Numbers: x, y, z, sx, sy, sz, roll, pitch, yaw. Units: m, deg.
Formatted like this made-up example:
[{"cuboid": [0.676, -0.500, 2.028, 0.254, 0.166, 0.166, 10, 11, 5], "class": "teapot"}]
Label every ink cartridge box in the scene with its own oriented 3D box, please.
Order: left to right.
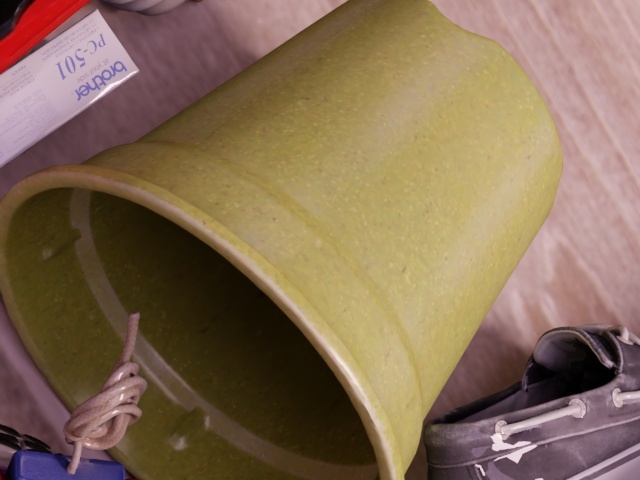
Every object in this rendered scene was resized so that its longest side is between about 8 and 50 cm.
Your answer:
[{"cuboid": [-0.206, -0.049, 1.059, 0.207, 0.097, 0.046, -37, 99, -22], "class": "ink cartridge box"}]

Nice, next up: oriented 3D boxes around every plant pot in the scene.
[{"cuboid": [0.000, 0.000, 1.073, 0.276, 0.276, 0.254, 51, 57, -10], "class": "plant pot"}]

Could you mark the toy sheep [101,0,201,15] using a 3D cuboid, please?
[{"cuboid": [-0.109, -0.179, 1.124, 0.132, 0.091, 0.091, 29, 72, -44], "class": "toy sheep"}]

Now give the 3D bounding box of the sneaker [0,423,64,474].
[{"cuboid": [-0.204, 0.137, 1.068, 0.170, 0.068, 0.071, 18, 92, -12], "class": "sneaker"}]

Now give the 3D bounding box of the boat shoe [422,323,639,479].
[{"cuboid": [0.172, 0.098, 1.169, 0.301, 0.108, 0.102, -21, 98, -40], "class": "boat shoe"}]

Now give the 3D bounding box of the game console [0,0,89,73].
[{"cuboid": [-0.284, -0.226, 0.911, 0.342, 0.060, 0.386, -36, 93, 13], "class": "game console"}]

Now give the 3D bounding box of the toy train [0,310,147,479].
[{"cuboid": [-0.131, 0.173, 0.977, 0.105, 0.248, 0.143, 10, 36, -22], "class": "toy train"}]
